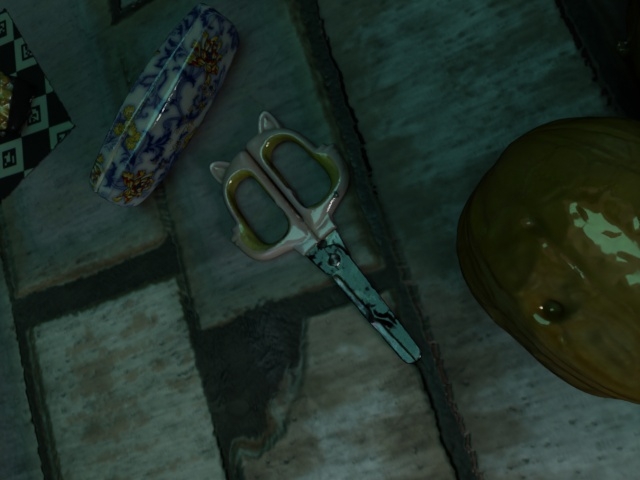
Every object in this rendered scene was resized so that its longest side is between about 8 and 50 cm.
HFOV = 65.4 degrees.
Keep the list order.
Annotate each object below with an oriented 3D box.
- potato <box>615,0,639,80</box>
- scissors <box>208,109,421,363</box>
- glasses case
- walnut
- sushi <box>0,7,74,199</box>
[{"bbox_3d":[0.370,-0.168,0.354,0.300,0.196,0.246,-2,102,-11],"label":"potato"},{"bbox_3d":[0.000,0.000,0.532,0.160,0.024,0.317,-42,74,9],"label":"scissors"},{"bbox_3d":[-0.177,-0.150,0.573,0.065,0.087,0.247,35,96,14],"label":"glasses case"},{"bbox_3d":[0.211,0.017,0.377,0.193,0.193,0.225,-36,81,11],"label":"walnut"},{"bbox_3d":[-0.513,-0.161,0.703,0.290,0.050,0.264,-38,74,11],"label":"sushi"}]
